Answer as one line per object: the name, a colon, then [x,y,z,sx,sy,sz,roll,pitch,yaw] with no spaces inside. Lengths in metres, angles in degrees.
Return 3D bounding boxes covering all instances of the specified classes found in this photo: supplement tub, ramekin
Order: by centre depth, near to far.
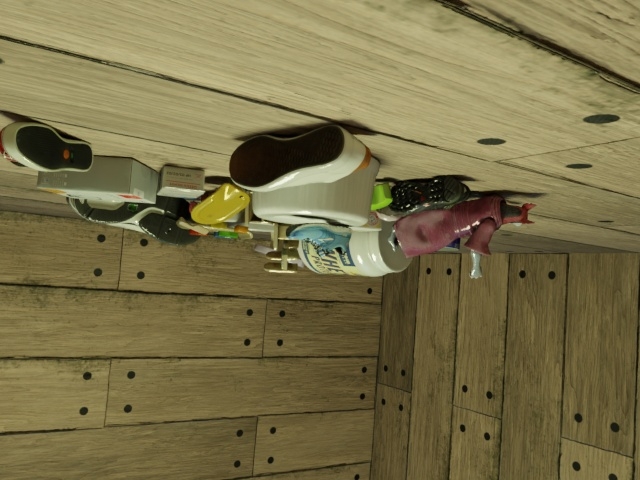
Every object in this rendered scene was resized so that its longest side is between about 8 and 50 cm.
ramekin: [-0.016,-0.108,1.249,0.278,0.135,0.277,4,176,0]
supplement tub: [0.111,-0.005,1.844,0.325,0.235,0.236,0,174,43]

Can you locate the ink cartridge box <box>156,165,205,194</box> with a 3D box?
ink cartridge box: [-0.360,-0.150,1.515,0.105,0.061,0.181,5,176,-21]

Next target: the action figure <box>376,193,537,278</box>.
action figure: [0.376,-0.068,1.545,0.370,0.248,0.275,-13,124,33]

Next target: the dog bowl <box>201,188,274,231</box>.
dog bowl: [-0.220,-0.092,1.917,0.349,0.102,0.349,4,176,0]

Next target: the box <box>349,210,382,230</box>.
box: [0.061,-0.087,1.600,0.203,0.114,0.103,5,176,-24]

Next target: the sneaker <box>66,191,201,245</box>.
sneaker: [-0.631,-0.108,1.986,0.448,0.169,0.258,17,177,-38]

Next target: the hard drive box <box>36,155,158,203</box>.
hard drive box: [-0.555,-0.155,1.478,0.232,0.089,0.181,4,176,5]

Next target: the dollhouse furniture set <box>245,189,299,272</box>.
dollhouse furniture set: [-0.137,-0.057,1.613,0.161,0.212,0.242,3,-157,-1]

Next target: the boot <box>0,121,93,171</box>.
boot: [-0.599,-0.183,1.172,0.176,0.088,0.244,5,180,8]

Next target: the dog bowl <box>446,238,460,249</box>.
dog bowl: [0.399,-0.022,2.229,0.265,0.104,0.265,4,176,0]

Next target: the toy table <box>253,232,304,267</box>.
toy table: [-0.150,0.002,2.437,0.274,0.160,0.252,18,175,38]

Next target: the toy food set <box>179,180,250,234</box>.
toy food set: [-0.298,-0.108,1.634,0.218,0.071,0.128,-31,151,27]

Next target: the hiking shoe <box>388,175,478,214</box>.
hiking shoe: [0.264,-0.099,1.415,0.114,0.086,0.227,12,171,-38]

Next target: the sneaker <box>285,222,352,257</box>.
sneaker: [0.000,0.000,1.264,0.162,0.073,0.063,7,175,-31]

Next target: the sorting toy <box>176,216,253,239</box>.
sorting toy: [-0.331,-0.031,1.840,0.229,0.041,0.307,11,176,-17]

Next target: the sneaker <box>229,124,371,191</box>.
sneaker: [-0.039,-0.135,1.074,0.290,0.105,0.123,-1,171,38]

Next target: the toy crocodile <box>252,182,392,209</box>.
toy crocodile: [0.003,-0.105,1.428,0.341,0.115,0.105,3,174,-7]
